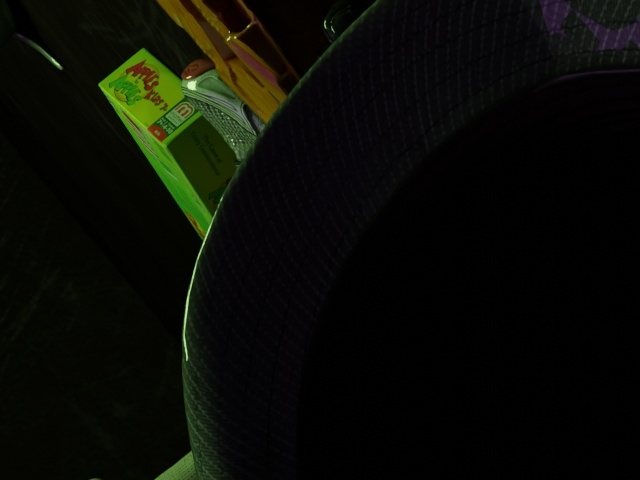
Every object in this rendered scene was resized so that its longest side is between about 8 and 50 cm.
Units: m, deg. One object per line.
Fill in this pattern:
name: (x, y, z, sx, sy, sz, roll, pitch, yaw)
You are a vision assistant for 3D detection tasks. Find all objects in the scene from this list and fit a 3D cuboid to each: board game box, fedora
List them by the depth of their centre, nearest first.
fedora: (0.104, 0.059, 0.496, 0.124, 0.244, 0.275, 10, -147, -53)
board game box: (-0.080, -0.044, 1.370, 0.092, 0.043, 0.181, 42, 168, 41)

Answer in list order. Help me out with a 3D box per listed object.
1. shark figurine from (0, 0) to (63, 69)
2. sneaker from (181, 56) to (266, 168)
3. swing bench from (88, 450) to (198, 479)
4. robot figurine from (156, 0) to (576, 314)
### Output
shark figurine: (-0.335, -0.205, 1.744, 0.166, 0.116, 0.278, 45, 172, 18)
sneaker: (0.000, 0.000, 1.002, 0.225, 0.093, 0.088, 53, 171, -16)
swing bench: (-0.040, 0.176, 1.179, 0.165, 0.253, 0.255, 50, -165, -4)
robot figurine: (0.002, -0.079, 0.657, 0.291, 0.085, 0.211, 51, 177, -4)
